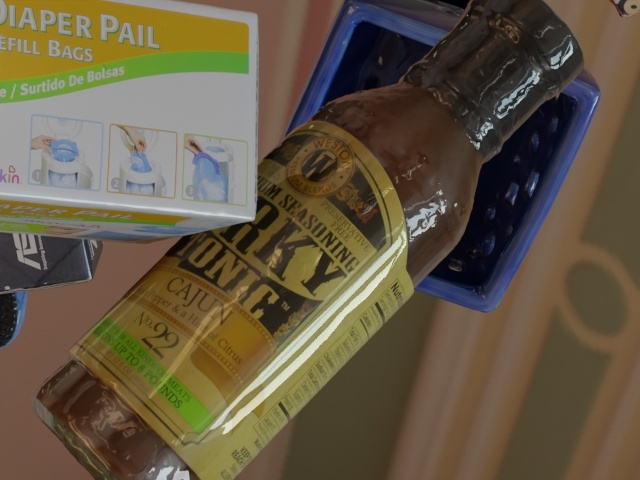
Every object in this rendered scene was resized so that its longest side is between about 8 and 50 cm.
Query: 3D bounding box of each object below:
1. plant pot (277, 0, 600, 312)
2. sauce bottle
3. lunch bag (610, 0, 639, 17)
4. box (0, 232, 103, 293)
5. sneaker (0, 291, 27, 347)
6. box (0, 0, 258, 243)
[{"bbox_3d":[0.094,-0.110,1.664,0.236,0.212,0.236,21,-64,-5],"label":"plant pot"},{"bbox_3d":[0.000,0.000,0.992,0.111,0.344,0.111,41,-12,11],"label":"sauce bottle"},{"bbox_3d":[0.196,-0.307,1.277,0.120,0.258,0.293,-17,-60,19],"label":"lunch bag"},{"bbox_3d":[-0.232,-0.197,1.450,0.318,0.097,0.395,-97,178,-69],"label":"box"},{"bbox_3d":[-0.307,0.001,1.795,0.082,0.069,0.209,-132,-129,-83],"label":"sneaker"},{"bbox_3d":[-0.143,-0.061,0.883,0.114,0.203,0.103,-11,-104,57],"label":"box"}]
